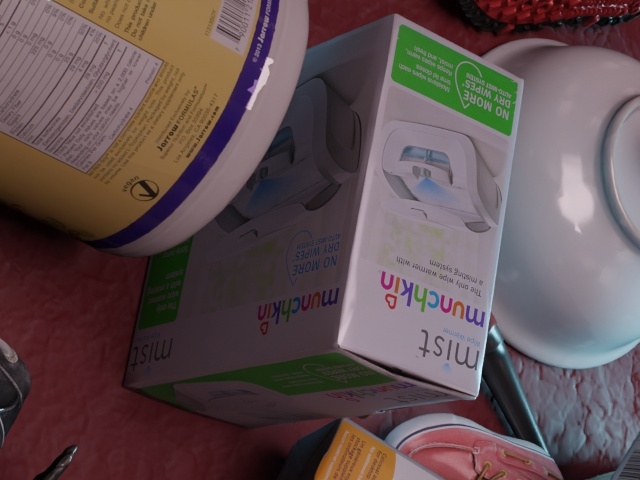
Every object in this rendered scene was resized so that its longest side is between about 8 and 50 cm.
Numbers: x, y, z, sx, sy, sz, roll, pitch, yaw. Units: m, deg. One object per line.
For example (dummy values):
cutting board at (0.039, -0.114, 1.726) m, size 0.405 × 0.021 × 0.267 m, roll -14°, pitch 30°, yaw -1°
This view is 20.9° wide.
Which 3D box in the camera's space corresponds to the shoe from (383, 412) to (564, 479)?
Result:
shoe at (0.134, 0.190, 1.370) m, size 0.178 × 0.081 × 0.063 m, roll 17°, pitch 109°, yaw -36°

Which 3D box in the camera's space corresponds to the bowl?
bowl at (0.248, -0.043, 1.484) m, size 0.298 × 0.134 × 0.297 m, roll 8°, pitch 77°, yaw -36°

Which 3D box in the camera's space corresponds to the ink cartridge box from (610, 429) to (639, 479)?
ink cartridge box at (0.262, 0.266, 1.355) m, size 0.189 × 0.066 × 0.232 m, roll -36°, pitch 133°, yaw -63°

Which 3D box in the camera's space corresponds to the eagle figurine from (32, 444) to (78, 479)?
eagle figurine at (-0.229, 0.265, 0.993) m, size 0.298 × 0.225 × 0.226 m, roll -17°, pitch 81°, yaw -31°

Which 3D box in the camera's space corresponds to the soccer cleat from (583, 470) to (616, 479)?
soccer cleat at (0.256, 0.221, 1.483) m, size 0.196 × 0.076 × 0.068 m, roll -18°, pitch 115°, yaw -55°

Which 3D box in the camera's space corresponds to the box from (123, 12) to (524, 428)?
box at (0.000, 0.000, 1.202) m, size 0.127 × 0.262 × 0.231 m, roll 23°, pitch 69°, yaw -32°

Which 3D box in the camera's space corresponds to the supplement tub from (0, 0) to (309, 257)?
supplement tub at (-0.201, -0.153, 1.090) m, size 0.331 × 0.241 × 0.241 m, roll 27°, pitch 66°, yaw -30°

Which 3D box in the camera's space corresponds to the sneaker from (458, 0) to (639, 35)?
sneaker at (0.200, -0.255, 1.530) m, size 0.262 × 0.104 × 0.125 m, roll -5°, pitch 67°, yaw -42°

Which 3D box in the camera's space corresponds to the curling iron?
curling iron at (0.119, 0.081, 1.425) m, size 0.068 × 0.035 × 0.274 m, roll -38°, pitch 110°, yaw -14°

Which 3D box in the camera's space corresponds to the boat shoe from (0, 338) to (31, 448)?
boat shoe at (-0.306, 0.020, 1.050) m, size 0.306 × 0.113 × 0.105 m, roll 36°, pitch 42°, yaw -9°

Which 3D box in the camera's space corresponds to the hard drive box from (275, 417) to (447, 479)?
hard drive box at (0.059, 0.265, 1.242) m, size 0.232 × 0.089 × 0.181 m, roll 32°, pitch 60°, yaw -12°
